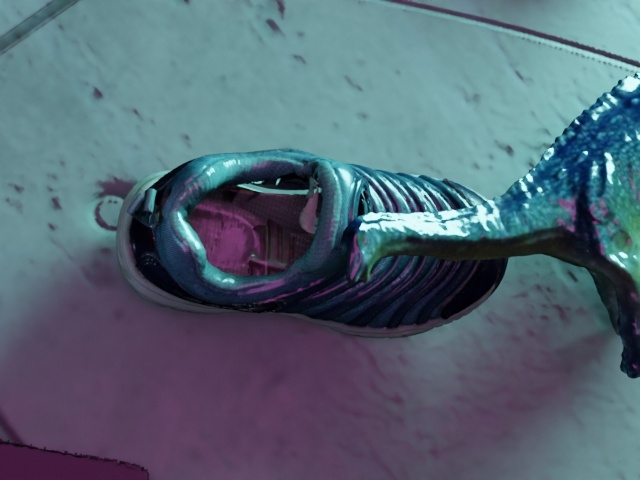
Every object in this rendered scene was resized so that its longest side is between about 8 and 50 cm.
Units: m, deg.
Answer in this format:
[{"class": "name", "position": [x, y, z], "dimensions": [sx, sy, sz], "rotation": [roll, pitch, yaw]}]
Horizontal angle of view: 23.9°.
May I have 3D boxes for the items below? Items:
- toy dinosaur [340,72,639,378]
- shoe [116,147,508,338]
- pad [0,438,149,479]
[{"class": "toy dinosaur", "position": [0.167, -0.030, 0.798], "dimensions": [0.363, 0.076, 0.147], "rotation": [-36, 103, -27]}, {"class": "shoe", "position": [0.000, 0.000, 0.773], "dimensions": [0.207, 0.106, 0.091], "rotation": [3, 82, -14]}, {"class": "pad", "position": [-0.162, 0.199, 0.771], "dimensions": [0.116, 0.004, 0.193], "rotation": [12, 79, -6]}]
